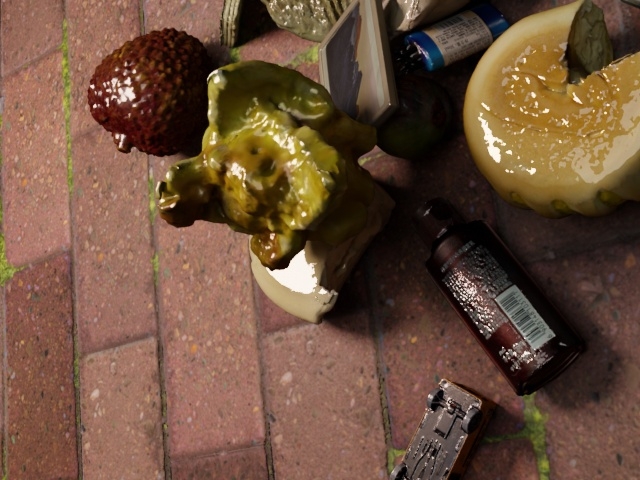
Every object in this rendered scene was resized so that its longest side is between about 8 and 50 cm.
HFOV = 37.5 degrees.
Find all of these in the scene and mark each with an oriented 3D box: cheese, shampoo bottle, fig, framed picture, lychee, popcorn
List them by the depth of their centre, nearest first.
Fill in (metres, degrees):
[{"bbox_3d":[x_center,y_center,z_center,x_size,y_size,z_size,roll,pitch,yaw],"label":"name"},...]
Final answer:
[{"bbox_3d":[-0.057,-0.126,1.390,0.321,0.290,0.326,-14,114,34],"label":"popcorn"},{"bbox_3d":[0.250,0.071,1.415,0.129,0.084,0.323,-46,56,16],"label":"shampoo bottle"},{"bbox_3d":[0.203,-0.315,1.489,0.183,0.050,0.087,-25,49,-12],"label":"shampoo bottle"},{"bbox_3d":[0.055,-0.268,1.530,0.192,0.018,0.265,-46,42,48],"label":"framed picture"},{"bbox_3d":[0.104,-0.207,1.560,0.245,0.149,0.149,8,85,50],"label":"fig"},{"bbox_3d":[0.000,0.000,1.588,0.233,0.127,0.266,36,103,37],"label":"cheese"},{"bbox_3d":[-0.323,-0.289,1.829,0.236,0.236,0.271,10,65,38],"label":"lychee"}]

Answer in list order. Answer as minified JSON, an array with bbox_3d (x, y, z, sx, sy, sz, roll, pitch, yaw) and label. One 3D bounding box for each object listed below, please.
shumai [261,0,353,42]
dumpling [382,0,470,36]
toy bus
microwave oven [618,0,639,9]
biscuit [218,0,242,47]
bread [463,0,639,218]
[{"bbox_3d":[0.007,-0.487,1.683,0.260,0.222,0.225,36,122,0],"label":"shumai"},{"bbox_3d":[0.188,-0.442,1.538,0.163,0.204,0.293,14,60,4],"label":"dumpling"},{"bbox_3d":[0.185,0.311,1.410,0.083,0.088,0.194,29,96,37],"label":"toy bus"},{"bbox_3d":[0.468,-0.413,1.328,0.208,0.122,0.162,36,103,36],"label":"microwave oven"},{"bbox_3d":[-0.163,-0.444,1.781,0.040,0.199,0.121,10,87,-6],"label":"biscuit"},{"bbox_3d":[0.360,-0.173,1.334,0.333,0.160,0.333,-10,73,37],"label":"bread"}]
